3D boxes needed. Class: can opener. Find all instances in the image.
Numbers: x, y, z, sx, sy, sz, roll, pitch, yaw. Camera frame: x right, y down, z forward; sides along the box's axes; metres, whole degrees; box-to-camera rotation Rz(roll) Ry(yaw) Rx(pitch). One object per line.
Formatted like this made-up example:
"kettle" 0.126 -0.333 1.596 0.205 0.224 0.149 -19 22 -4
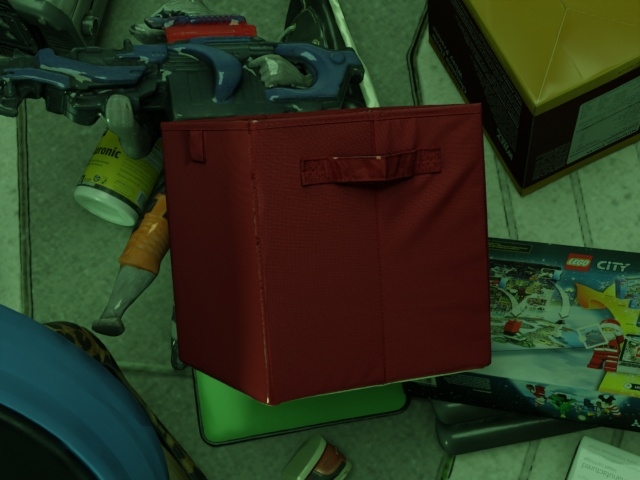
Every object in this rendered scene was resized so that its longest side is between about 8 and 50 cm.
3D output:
"can opener" 0.232 0.107 1.030 0.283 0.076 0.095 -11 36 2

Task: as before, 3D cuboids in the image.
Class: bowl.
"bowl" -0.306 0.203 0.880 0.391 0.391 0.077 -6 34 3

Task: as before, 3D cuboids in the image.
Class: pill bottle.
"pill bottle" -0.178 -0.078 1.132 0.065 0.065 0.116 19 72 13

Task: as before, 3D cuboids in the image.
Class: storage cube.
"storage cube" 0.000 0.000 0.896 0.184 0.215 0.193 -7 99 -26

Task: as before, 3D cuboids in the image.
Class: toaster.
"toaster" -0.308 -0.265 1.185 0.227 0.129 0.146 14 67 13

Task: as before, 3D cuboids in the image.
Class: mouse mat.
"mouse mat" -0.023 0.096 1.081 0.190 0.007 0.152 -10 68 1

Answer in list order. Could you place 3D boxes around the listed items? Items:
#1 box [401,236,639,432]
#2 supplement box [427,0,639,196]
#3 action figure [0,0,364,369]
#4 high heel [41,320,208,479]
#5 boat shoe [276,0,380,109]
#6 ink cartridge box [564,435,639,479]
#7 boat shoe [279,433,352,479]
"box" 0.198 0.072 0.985 0.233 0.044 0.159 7 43 24
"supplement box" 0.192 -0.177 1.061 0.129 0.194 0.191 -26 69 -4
"action figure" -0.141 -0.068 1.049 0.341 0.178 0.330 4 69 -12
"high heel" -0.147 0.159 0.936 0.186 0.261 0.093 35 70 19
"boat shoe" -0.008 -0.186 1.145 0.079 0.084 0.233 -17 72 -1
"ink cartridge box" 0.235 0.249 0.966 0.109 0.063 0.150 20 73 12
"boat shoe" -0.027 0.228 1.013 0.043 0.049 0.137 44 76 -21
